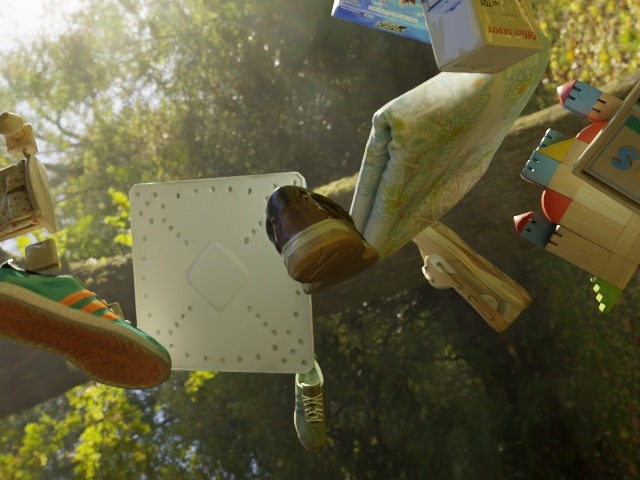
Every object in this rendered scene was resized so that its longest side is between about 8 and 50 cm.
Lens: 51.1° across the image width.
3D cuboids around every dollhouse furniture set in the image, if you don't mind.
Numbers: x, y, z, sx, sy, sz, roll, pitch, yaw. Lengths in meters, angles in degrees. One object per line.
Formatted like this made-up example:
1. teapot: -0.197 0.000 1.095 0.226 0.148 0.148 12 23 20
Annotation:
1. dollhouse furniture set: -0.595 -0.082 1.010 0.173 0.303 0.355 79 168 -60

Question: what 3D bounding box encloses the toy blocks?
1. toy blocks: 0.475 -0.105 1.170 0.261 0.381 0.191 30 -170 13

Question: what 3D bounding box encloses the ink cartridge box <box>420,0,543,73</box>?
1. ink cartridge box: 0.200 -0.324 0.875 0.140 0.082 0.190 -12 -96 -41

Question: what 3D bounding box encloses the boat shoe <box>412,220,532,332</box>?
1. boat shoe: 0.262 0.053 1.365 0.341 0.110 0.122 39 -164 10

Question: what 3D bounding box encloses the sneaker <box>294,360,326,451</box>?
1. sneaker: -0.023 0.325 1.368 0.086 0.064 0.192 94 172 -52

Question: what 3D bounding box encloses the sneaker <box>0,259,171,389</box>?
1. sneaker: -0.355 0.118 1.004 0.302 0.108 0.121 31 -155 -24

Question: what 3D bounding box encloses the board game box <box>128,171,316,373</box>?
1. board game box: -0.200 0.069 1.362 0.050 0.390 0.389 -10 -83 -71

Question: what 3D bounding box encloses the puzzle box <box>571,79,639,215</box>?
1. puzzle box: 0.584 -0.085 0.885 0.409 0.052 0.272 34 136 10

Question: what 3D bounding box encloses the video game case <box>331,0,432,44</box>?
1. video game case: 0.177 -0.565 1.428 0.061 0.270 0.244 147 133 -73

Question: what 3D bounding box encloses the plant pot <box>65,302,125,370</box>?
1. plant pot: -0.426 0.188 1.256 0.109 0.096 0.109 1 -113 -82

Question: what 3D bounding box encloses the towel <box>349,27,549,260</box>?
1. towel: 0.195 -0.142 1.093 0.090 0.321 0.374 44 154 20

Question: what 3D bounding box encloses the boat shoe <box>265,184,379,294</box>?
1. boat shoe: 0.000 0.000 0.763 0.092 0.103 0.285 63 -175 11
